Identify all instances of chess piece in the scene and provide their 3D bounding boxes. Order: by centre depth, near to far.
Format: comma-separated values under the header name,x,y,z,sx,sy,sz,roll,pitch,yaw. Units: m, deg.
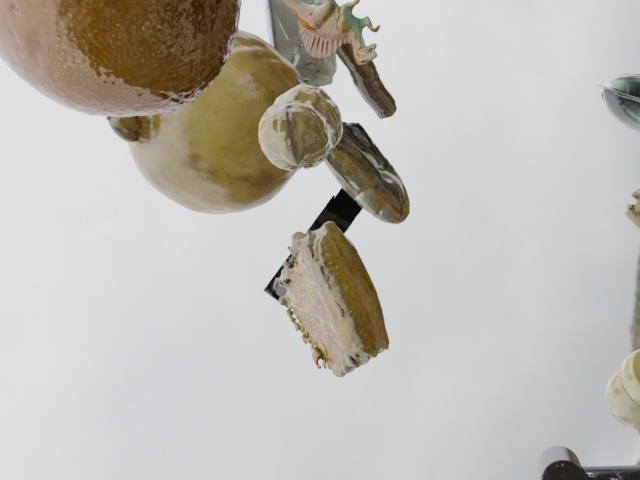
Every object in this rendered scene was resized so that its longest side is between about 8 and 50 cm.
name,x,y,z,sx,sy,sz,roll,pitch,yaw
chess piece,0.368,0.142,0.784,0.094,0.094,0.170,-53,-14,-36

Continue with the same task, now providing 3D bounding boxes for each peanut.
name,x,y,z,sx,sy,sz,roll,pitch,yaw
peanut,-0.019,-0.112,0.716,0.174,0.080,0.080,-65,-24,-72

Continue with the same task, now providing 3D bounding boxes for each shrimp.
name,x,y,z,sx,sy,sz,roll,pitch,yaw
shrimp,0.065,-0.134,1.181,0.254,0.059,0.145,46,-141,-11

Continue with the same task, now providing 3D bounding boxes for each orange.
name,x,y,z,sx,sy,sz,roll,pitch,yaw
orange,-0.163,-0.192,0.553,0.206,0.206,0.206,-23,-62,-53

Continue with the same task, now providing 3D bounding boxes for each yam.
name,x,y,z,sx,sy,sz,roll,pitch,yaw
yam,0.071,-0.303,1.271,0.241,0.057,0.056,51,-123,-44

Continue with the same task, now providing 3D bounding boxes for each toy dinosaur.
name,x,y,z,sx,sy,sz,roll,pitch,yaw
toy dinosaur,0.004,-0.344,1.153,0.057,0.212,0.142,-10,-79,-51

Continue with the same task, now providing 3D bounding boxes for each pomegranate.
name,x,y,z,sx,sy,sz,roll,pitch,yaw
pomegranate,-0.224,-0.231,1.425,0.410,0.410,0.409,-23,-62,-53

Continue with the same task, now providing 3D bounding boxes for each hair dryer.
name,x,y,z,sx,sy,sz,roll,pitch,yaw
hair dryer,0.476,0.366,1.158,0.114,0.248,0.070,11,-109,-77

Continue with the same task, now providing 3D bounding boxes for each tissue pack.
name,x,y,z,sx,sy,sz,roll,pitch,yaw
tissue pack,-0.057,-0.552,1.834,0.338,0.160,0.242,-101,1,-53

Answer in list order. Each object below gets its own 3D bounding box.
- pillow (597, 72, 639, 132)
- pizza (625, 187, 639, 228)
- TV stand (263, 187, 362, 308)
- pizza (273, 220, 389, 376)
name,x,y,z,sx,sy,sz,roll,pitch,yaw
pillow,0.315,-0.113,0.655,0.091,0.136,0.055,-53,-19,-43
pizza,0.797,-0.086,1.601,0.147,0.226,0.069,61,-165,14
TV stand,0.000,0.000,1.257,0.256,0.049,0.040,-53,-23,-7
pizza,0.005,0.079,0.923,0.071,0.297,0.189,-25,-96,-20
